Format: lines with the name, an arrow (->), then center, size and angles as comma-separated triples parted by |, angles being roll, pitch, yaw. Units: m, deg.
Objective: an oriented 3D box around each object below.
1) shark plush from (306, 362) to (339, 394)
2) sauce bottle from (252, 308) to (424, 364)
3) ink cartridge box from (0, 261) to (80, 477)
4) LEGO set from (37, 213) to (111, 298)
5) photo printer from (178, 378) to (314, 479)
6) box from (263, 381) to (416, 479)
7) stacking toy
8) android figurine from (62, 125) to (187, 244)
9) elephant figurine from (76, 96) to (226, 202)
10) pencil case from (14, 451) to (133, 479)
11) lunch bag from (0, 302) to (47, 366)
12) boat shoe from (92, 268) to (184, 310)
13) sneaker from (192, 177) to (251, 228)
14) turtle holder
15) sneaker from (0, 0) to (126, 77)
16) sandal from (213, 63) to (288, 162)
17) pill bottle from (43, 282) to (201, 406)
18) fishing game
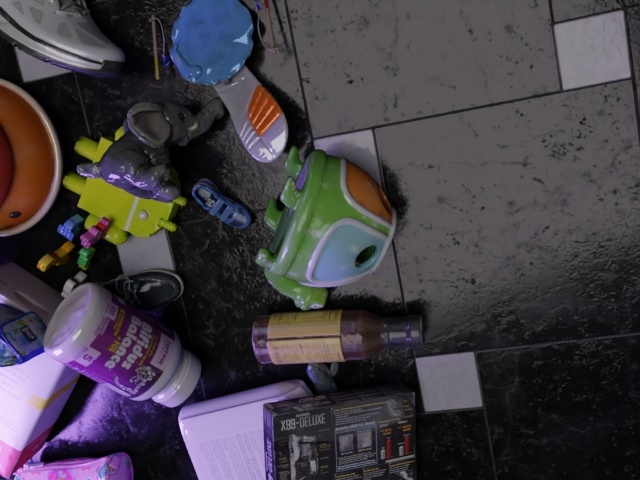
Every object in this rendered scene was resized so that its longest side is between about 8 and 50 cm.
shark plush -> 0.004, 0.327, 1.526 | 0.073, 0.067, 0.161 | -4, 101, 13
sauce bottle -> 0.038, 0.196, 1.470 | 0.345, 0.111, 0.111 | -3, 101, 13
ink cartridge box -> -0.701, 0.285, 1.619 | 0.279, 0.160, 0.384 | 32, 105, 4
LEGO set -> -0.543, 0.033, 1.538 | 0.087, 0.093, 0.227 | 36, 124, 4
photo printer -> -0.125, 0.442, 1.558 | 0.308, 0.107, 0.256 | -17, 98, 14
box -> 0.042, 0.432, 1.460 | 0.308, 0.076, 0.242 | -6, 100, -18
stacking toy -> -0.764, -0.141, 1.379 | 0.351, 0.480, 0.350 | 3, 102, 12
android figurine -> -0.413, -0.111, 1.533 | 0.273, 0.056, 0.248 | 28, 106, 7
elephant figurine -> -0.324, -0.207, 1.420 | 0.169, 0.186, 0.239 | 9, 79, 32
pencil case -> -0.581, 0.563, 1.674 | 0.284, 0.124, 0.124 | -9, 99, 16
lunch bag -> -0.624, 0.195, 1.436 | 0.151, 0.129, 0.096 | 23, 104, 8
boat shoe -> -0.425, 0.117, 1.569 | 0.255, 0.079, 0.095 | -4, 101, 13
sneaker -> -0.209, -0.071, 1.494 | 0.144, 0.059, 0.053 | 36, 104, 2
turtle holder -> 0.004, -0.002, 1.372 | 0.228, 0.243, 0.320 | 19, 96, -10
sneaker -> -0.547, -0.518, 1.416 | 0.448, 0.169, 0.257 | 32, 108, 7
sandal -> -0.132, -0.271, 1.434 | 0.102, 0.076, 0.265 | -35, 71, 15
pill bottle -> -0.398, 0.228, 1.489 | 0.169, 0.169, 0.301 | -40, 125, 17
fishing game -> -0.212, -0.396, 1.425 | 0.264, 0.041, 0.189 | -12, 83, 16
